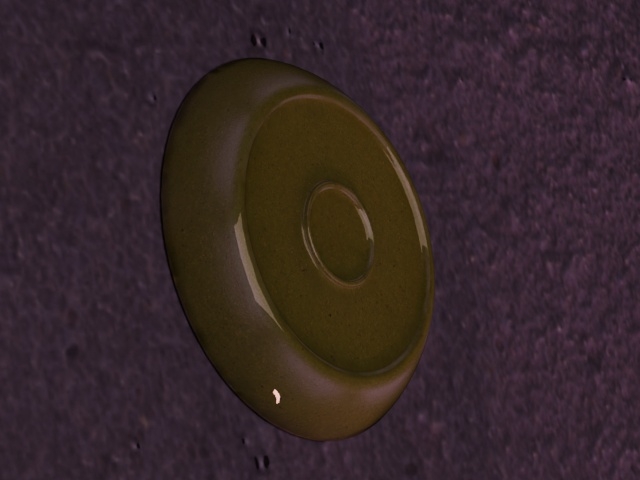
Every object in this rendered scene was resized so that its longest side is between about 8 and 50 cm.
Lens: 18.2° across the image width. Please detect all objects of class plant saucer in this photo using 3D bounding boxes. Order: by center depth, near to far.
[{"bbox_3d":[0.000,0.000,1.208,0.241,0.037,0.241,24,59,-46],"label":"plant saucer"}]
